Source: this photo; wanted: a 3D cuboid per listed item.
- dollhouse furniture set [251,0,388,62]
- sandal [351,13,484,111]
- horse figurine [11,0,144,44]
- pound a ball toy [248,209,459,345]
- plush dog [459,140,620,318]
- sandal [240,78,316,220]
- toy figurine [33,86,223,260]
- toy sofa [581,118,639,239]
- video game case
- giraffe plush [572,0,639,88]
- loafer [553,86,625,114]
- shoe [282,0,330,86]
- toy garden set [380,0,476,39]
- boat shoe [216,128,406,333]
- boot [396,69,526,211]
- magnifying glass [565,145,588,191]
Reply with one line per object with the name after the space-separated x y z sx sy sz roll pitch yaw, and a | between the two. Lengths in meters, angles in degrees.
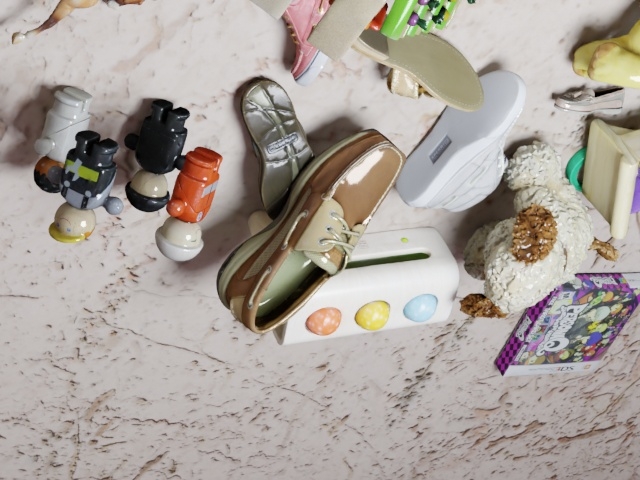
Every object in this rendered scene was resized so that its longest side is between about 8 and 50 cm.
-0.034 -0.318 1.376 0.259 0.262 0.135 35 120 -8 | dollhouse furniture set
0.106 -0.231 1.669 0.240 0.088 0.079 24 152 -34 | sandal
-0.293 -0.318 1.370 0.174 0.066 0.263 -18 142 2 | horse figurine
0.048 0.054 1.881 0.319 0.136 0.208 -7 137 -20 | pound a ball toy
0.312 0.021 1.863 0.225 0.210 0.262 -43 161 -47 | plush dog
-0.062 -0.125 1.701 0.090 0.060 0.219 -26 126 -8 | sandal
-0.241 -0.077 1.539 0.209 0.213 0.148 5 118 -31 | toy figurine
0.592 -0.121 1.905 0.362 0.177 0.150 -18 137 -15 | toy sofa
0.447 0.150 2.248 0.210 0.042 0.232 0 134 -28 | video game case
0.460 -0.287 1.712 0.181 0.210 0.170 6 102 -26 | giraffe plush
0.393 -0.208 1.844 0.125 0.045 0.039 -3 119 -33 | loafer
-0.017 -0.270 1.565 0.081 0.063 0.178 21 138 -13 | shoe
0.169 -0.330 1.483 0.204 0.049 0.244 -63 168 21 | toy garden set
0.000 0.000 1.699 0.122 0.120 0.324 33 104 -38 | boat shoe
0.228 -0.137 1.810 0.123 0.095 0.258 9 138 -41 | boot
0.487 -0.111 2.005 0.231 0.026 0.092 5 131 -27 | magnifying glass
